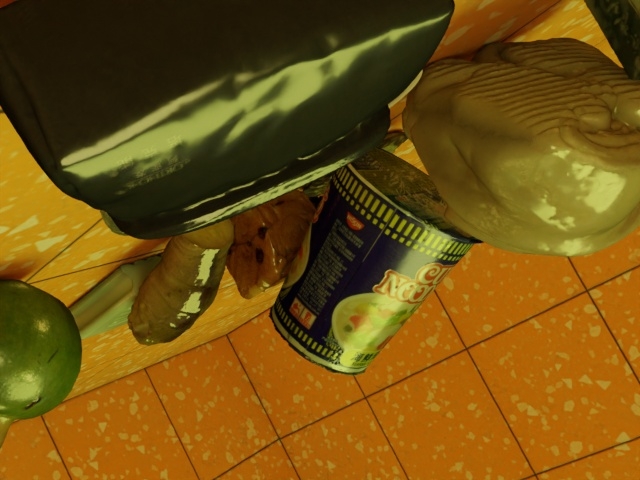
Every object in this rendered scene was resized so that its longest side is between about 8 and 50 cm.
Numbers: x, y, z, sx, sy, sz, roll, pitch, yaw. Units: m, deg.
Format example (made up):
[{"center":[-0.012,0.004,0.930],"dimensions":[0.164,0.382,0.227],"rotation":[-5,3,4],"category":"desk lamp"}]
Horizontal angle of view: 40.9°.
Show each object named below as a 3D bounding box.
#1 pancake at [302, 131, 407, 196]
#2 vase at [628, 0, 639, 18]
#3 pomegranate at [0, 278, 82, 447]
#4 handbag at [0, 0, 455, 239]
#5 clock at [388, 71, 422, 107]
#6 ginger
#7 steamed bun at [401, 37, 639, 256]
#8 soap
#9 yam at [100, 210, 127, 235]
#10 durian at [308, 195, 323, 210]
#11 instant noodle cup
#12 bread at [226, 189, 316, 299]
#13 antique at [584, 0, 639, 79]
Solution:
[{"center":[0.062,-0.133,1.574],"dimensions":[0.212,0.029,0.235],"rotation":[-24,171,-26],"category":"pancake"},{"center":[0.378,-0.247,0.876],"dimensions":[0.143,0.299,0.143],"rotation":[-28,173,-4],"category":"vase"},{"center":[-0.440,0.160,1.113],"dimensions":[0.241,0.190,0.159],"rotation":[-50,153,4],"category":"pomegranate"},{"center":[-0.069,-0.110,0.650],"dimensions":[0.302,0.178,0.275],"rotation":[-27,172,-12],"category":"handbag"},{"center":[0.014,-0.172,0.972],"dimensions":[0.197,0.068,0.197],"rotation":[-27,172,-4],"category":"clock"},{"center":[-0.220,0.065,1.378],"dimensions":[0.263,0.116,0.109],"rotation":[-59,-171,32],"category":"ginger"},{"center":[0.301,-0.115,1.199],"dimensions":[0.342,0.255,0.368],"rotation":[-13,-148,-18],"category":"steamed bun"},{"center":[-0.348,0.099,1.525],"dimensions":[0.198,0.066,0.119],"rotation":[-33,169,38],"category":"soap"},{"center":[-0.198,-0.061,0.959],"dimensions":[0.068,0.068,0.169],"rotation":[-23,171,-33],"category":"yam"},{"center":[0.000,0.000,1.680],"dimensions":[0.196,0.167,0.196],"rotation":[-33,-144,28],"category":"durian"},{"center":[0.072,0.039,1.399],"dimensions":[0.312,0.284,0.284],"rotation":[-58,162,19],"category":"instant noodle cup"},{"center":[-0.087,0.000,1.532],"dimensions":[0.143,0.149,0.158],"rotation":[-32,178,43],"category":"bread"},{"center":[0.416,-0.301,1.106],"dimensions":[0.086,0.183,0.088],"rotation":[-25,171,-20],"category":"antique"}]
